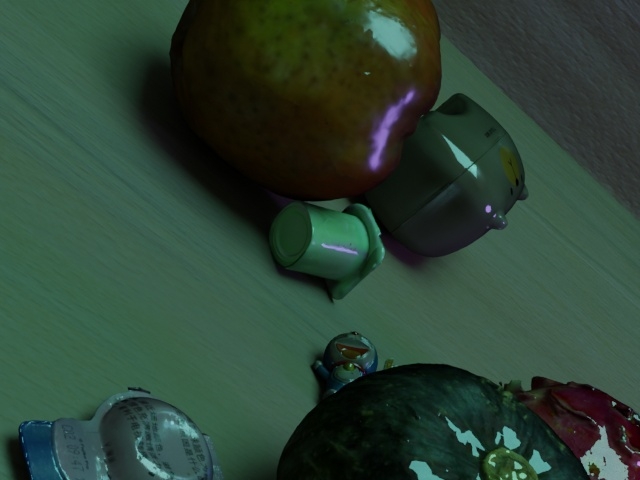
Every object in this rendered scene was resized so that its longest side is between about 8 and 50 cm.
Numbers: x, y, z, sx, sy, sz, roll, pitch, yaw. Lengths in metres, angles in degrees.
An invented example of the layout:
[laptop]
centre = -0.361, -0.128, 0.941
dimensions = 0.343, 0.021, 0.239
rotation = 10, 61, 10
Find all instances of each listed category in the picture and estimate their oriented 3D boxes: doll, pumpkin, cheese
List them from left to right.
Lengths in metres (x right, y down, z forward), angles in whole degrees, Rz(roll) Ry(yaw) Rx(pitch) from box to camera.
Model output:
[cheese]
centre = -0.222, 0.253, 1.332
dimensions = 0.286, 0.074, 0.189
rotation = 10, 46, -48
[doll]
centre = 0.044, 0.204, 1.809
dimensions = 0.114, 0.085, 0.152
rotation = 13, 41, 4
[pumpkin]
centre = 0.141, 0.375, 1.437
dimensions = 0.454, 0.344, 0.454
rotation = 23, 44, -24

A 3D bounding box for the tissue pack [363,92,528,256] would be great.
[tissue pack]
centre = 0.267, -0.125, 2.376
dimensions = 0.277, 0.267, 0.387
rotation = 52, 25, 1

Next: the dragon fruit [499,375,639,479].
[dragon fruit]
centre = 0.428, 0.367, 1.928
dimensions = 0.386, 0.249, 0.371
rotation = 34, 4, 13

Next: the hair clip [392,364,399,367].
[hair clip]
centre = 0.182, 0.265, 1.990
dimensions = 0.214, 0.056, 0.062
rotation = 26, 51, -26

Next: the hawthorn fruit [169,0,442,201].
[hawthorn fruit]
centre = -0.030, -0.296, 1.947
dimensions = 0.472, 0.472, 0.472
rotation = 38, 29, -25

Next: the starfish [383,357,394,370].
[starfish]
centre = 0.140, 0.288, 1.822
dimensions = 0.176, 0.053, 0.208
rotation = -5, 73, -31

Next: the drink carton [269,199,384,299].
[drink carton]
centre = 0.000, 0.000, 1.951
dimensions = 0.142, 0.146, 0.144
rotation = 15, 42, -38
